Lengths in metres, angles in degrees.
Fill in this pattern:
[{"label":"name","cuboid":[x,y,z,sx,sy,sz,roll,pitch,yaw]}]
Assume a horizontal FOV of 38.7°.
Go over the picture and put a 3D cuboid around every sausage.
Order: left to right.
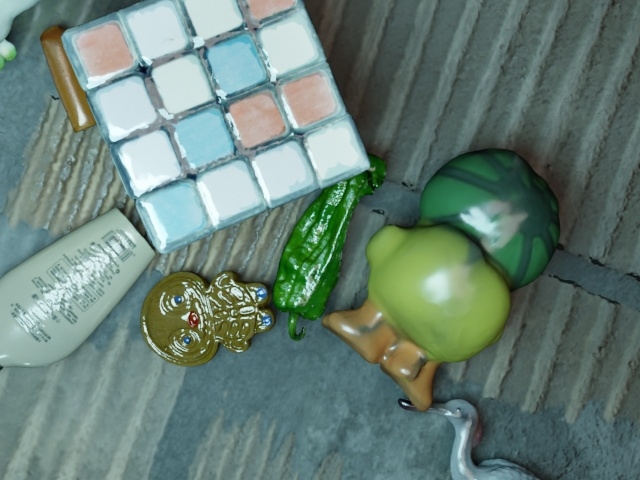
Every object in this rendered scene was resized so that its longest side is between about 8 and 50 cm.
[{"label":"sausage","cuboid":[-0.310,-0.200,1.129,0.039,0.041,0.131,-19,97,-3]}]

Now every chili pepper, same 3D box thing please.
[{"label":"chili pepper","cuboid":[0.005,0.002,1.173,0.074,0.100,0.257,17,97,-53]}]

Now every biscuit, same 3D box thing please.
[{"label":"biscuit","cuboid":[-0.147,0.095,1.161,0.175,0.026,0.124,-12,95,8]}]

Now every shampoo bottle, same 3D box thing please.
[{"label":"shampoo bottle","cuboid":[-0.324,0.071,1.124,0.257,0.078,0.127,-41,104,-8]}]

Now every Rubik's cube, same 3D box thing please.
[{"label":"Rubik's cube","cuboid":[-0.122,-0.149,1.058,0.258,0.256,0.253,-21,97,-8]}]

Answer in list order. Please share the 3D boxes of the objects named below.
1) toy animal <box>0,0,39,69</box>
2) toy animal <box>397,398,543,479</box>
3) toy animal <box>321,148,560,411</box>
[{"label":"toy animal","cuboid":[-0.439,-0.317,1.019,0.309,0.183,0.247,-6,128,-7]},{"label":"toy animal","cuboid":[0.239,0.342,1.238,0.195,0.090,0.324,-16,98,-9]},{"label":"toy animal","cuboid":[0.173,0.037,1.155,0.216,0.191,0.338,39,86,-10]}]
